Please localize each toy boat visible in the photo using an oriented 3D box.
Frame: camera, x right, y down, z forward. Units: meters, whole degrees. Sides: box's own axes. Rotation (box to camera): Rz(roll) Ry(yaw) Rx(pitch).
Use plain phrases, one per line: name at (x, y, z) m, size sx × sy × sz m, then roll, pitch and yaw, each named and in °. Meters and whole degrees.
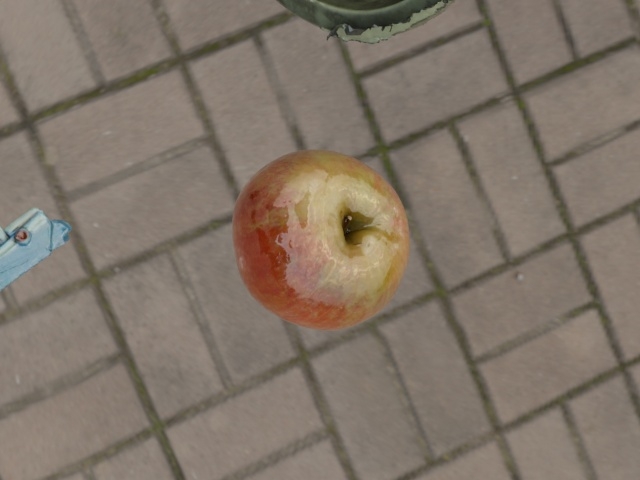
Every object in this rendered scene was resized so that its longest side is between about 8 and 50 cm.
toy boat at (-0.366, 0.020, 1.297) m, size 0.215 × 0.088 × 0.102 m, roll -38°, pitch 95°, yaw -8°

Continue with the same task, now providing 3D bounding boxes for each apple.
apple at (0.000, 0.000, 1.411) m, size 0.209 × 0.164 × 0.209 m, roll 8°, pitch 76°, yaw -35°

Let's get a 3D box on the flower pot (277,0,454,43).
flower pot at (0.079, -0.317, 0.939) m, size 0.259 × 0.290 × 0.290 m, roll -31°, pitch 102°, yaw -38°
